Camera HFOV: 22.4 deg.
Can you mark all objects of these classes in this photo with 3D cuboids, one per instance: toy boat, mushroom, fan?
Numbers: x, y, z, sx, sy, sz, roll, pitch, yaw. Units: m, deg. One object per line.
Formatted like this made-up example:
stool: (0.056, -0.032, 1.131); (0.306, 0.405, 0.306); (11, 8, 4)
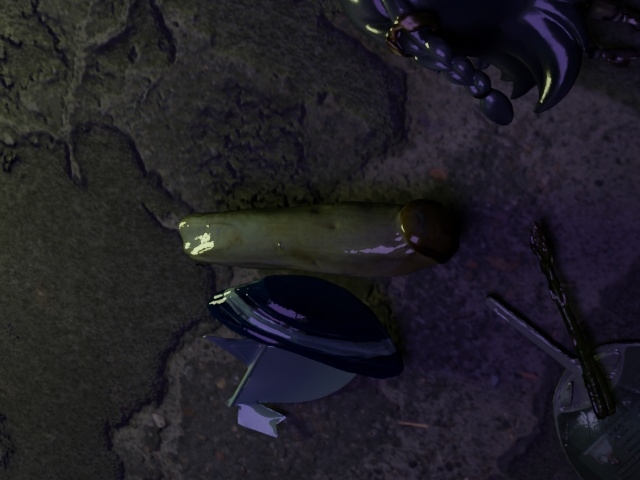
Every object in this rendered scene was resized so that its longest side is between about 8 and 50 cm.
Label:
toy boat: (-0.053, 0.125, 1.787); (0.210, 0.070, 0.292); (36, 139, -24)
mushroom: (0.000, 0.000, 1.675); (0.312, 0.100, 0.081); (-2, 79, 32)
fan: (0.322, 0.156, 1.646); (0.223, 0.012, 0.294); (-17, 110, 37)

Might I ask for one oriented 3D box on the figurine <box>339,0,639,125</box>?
figurine: (0.140, -0.213, 1.415); (0.265, 0.197, 0.175); (28, 111, 19)

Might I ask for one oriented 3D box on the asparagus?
asparagus: (0.250, 0.080, 1.620); (0.023, 0.022, 0.232); (9, 128, 57)
